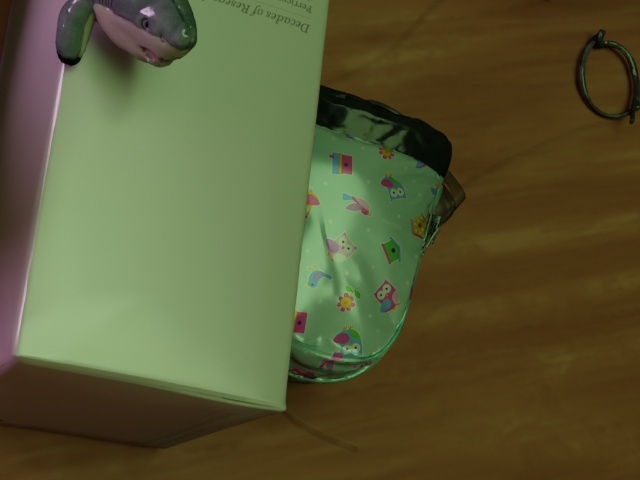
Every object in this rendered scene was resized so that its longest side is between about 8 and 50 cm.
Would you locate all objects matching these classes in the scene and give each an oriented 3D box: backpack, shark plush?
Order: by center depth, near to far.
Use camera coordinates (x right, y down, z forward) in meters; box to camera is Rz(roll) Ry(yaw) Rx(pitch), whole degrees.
[{"bbox_3d":[-0.095,-0.160,0.724,0.073,0.067,0.161,-2,77,-24],"label":"shark plush"},{"bbox_3d":[0.000,0.000,0.917,0.152,0.115,0.182,17,77,-9],"label":"backpack"}]

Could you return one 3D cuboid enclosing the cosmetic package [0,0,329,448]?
[{"bbox_3d":[-0.104,-0.077,0.845,0.155,0.197,0.365,12,73,-23],"label":"cosmetic package"}]

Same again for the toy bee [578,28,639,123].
[{"bbox_3d":[0.373,-0.177,1.155,0.195,0.162,0.298,47,61,-13],"label":"toy bee"}]

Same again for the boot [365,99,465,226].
[{"bbox_3d":[0.037,-0.026,1.006,0.106,0.037,0.114,46,65,-9],"label":"boot"}]
